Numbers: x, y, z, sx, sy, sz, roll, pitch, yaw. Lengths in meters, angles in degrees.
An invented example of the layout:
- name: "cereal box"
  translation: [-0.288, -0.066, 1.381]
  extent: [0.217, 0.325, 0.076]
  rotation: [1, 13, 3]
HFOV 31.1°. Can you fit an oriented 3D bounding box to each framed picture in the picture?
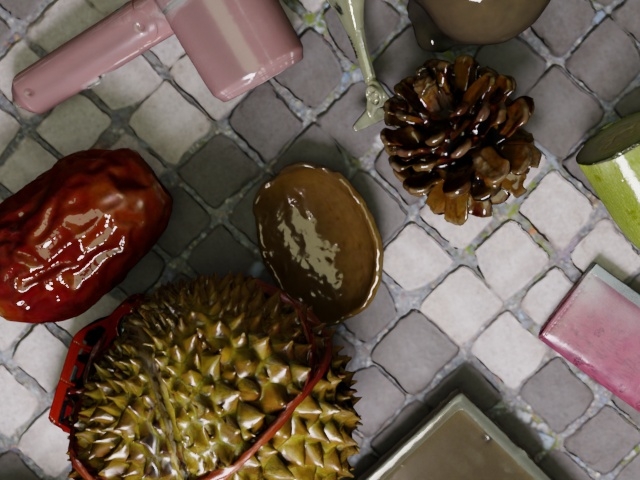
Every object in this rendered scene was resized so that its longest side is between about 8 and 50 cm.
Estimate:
- name: "framed picture"
  translation: [0.211, 0.439, 1.453]
  extent: [0.326, 0.028, 0.446]
  rotation: [-44, 100, 9]

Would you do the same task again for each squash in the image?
- name: "squash"
  translation: [0.393, -0.052, 1.334]
  extent: [0.123, 0.123, 0.186]
  rotation: [-34, 98, 9]

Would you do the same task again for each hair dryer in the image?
- name: "hair dryer"
  translation: [-0.214, -0.225, 1.359]
  extent: [0.353, 0.125, 0.210]
  rotation: [-27, 98, 18]

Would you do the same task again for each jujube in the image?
- name: "jujube"
  translation: [-0.293, -0.003, 1.361]
  extent: [0.250, 0.174, 0.174]
  rotation: [-34, 96, 3]

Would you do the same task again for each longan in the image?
- name: "longan"
  translation: [0.168, -0.300, 1.288]
  extent: [0.185, 0.159, 0.204]
  rotation: [36, 121, 11]

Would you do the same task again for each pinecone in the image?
- name: "pinecone"
  translation: [0.160, -0.121, 1.313]
  extent: [0.179, 0.150, 0.195]
  rotation: [-45, 117, -3]

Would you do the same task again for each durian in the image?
- name: "durian"
  translation: [-0.120, 0.206, 1.296]
  extent: [0.348, 0.384, 0.347]
  rotation: [1, 56, -2]

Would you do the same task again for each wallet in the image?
- name: "wallet"
  translation: [0.392, 0.139, 1.411]
  extent: [0.232, 0.025, 0.119]
  rotation: [36, 99, -3]

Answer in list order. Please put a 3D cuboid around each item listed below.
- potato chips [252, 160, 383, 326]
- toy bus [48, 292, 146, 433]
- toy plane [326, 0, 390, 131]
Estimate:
- name: "potato chips"
  translation: [0.000, 0.000, 1.403]
  extent: [0.150, 0.049, 0.201]
  rotation: [-28, 99, 13]
- name: "toy bus"
  translation: [-0.265, 0.151, 1.434]
  extent: [0.089, 0.081, 0.195]
  rotation: [22, 102, 10]
- name: "toy plane"
  translation: [0.031, -0.272, 1.331]
  extent: [0.092, 0.108, 0.286]
  rotation: [-27, 102, -33]
